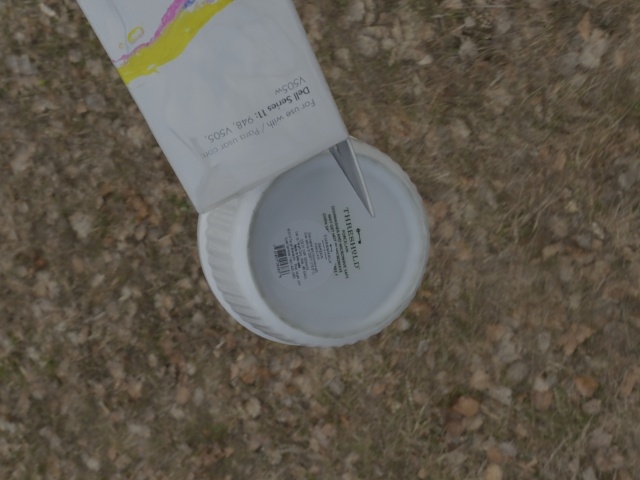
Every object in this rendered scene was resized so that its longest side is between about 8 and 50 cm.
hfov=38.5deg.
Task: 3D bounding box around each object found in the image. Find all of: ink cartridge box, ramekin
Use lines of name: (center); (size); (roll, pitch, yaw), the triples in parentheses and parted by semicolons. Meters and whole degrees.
ink cartridge box: (-0.094, -0.166, 0.618); (0.119, 0.207, 0.354); (-27, 127, -1)
ramekin: (0.000, 0.000, 0.824); (0.207, 0.109, 0.207); (-2, 96, -18)
